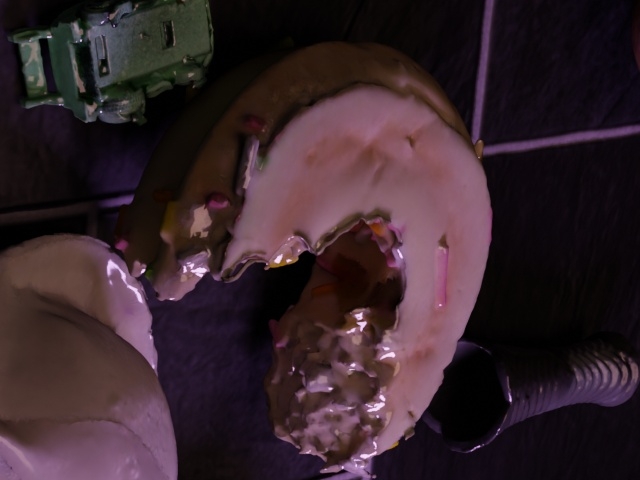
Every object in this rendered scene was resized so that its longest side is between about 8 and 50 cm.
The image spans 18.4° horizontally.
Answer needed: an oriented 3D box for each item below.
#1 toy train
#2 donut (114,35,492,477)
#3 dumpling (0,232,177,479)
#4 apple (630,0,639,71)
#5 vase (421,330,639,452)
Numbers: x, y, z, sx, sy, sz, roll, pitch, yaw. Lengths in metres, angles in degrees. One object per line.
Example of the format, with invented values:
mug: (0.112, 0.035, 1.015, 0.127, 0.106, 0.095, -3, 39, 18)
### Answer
toy train: (-0.150, -0.146, 1.484, 0.149, 0.081, 0.099, -30, 123, -40)
donut: (0.000, -0.010, 1.609, 0.307, 0.150, 0.371, -57, 137, -17)
dumpling: (-0.197, 0.131, 1.483, 0.341, 0.181, 0.260, 43, 48, -28)
apple: (0.444, -0.221, 1.899, 0.345, 0.269, 0.344, 3, 84, -36)
vase: (0.211, 0.136, 1.914, 0.237, 0.115, 0.115, -3, 107, -47)
